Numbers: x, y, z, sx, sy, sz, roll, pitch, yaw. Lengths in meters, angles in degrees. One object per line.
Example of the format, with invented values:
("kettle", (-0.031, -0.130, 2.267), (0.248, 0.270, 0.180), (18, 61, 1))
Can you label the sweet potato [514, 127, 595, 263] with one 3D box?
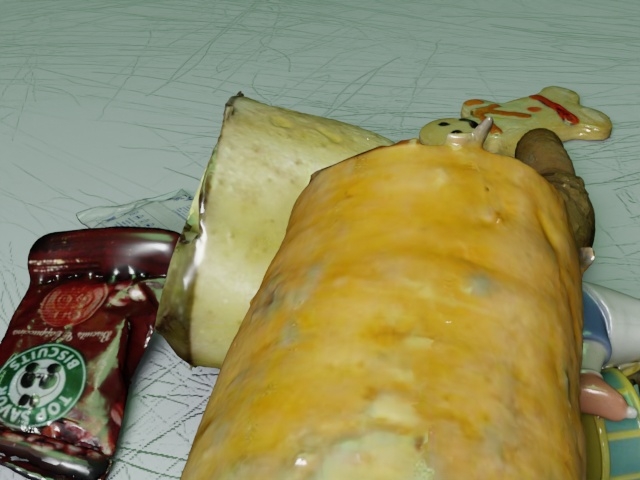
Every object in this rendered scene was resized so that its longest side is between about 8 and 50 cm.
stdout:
("sweet potato", (0.209, -0.026, 0.962), (0.109, 0.109, 0.385), (8, 27, 17))

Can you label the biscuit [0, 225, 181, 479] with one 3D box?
("biscuit", (-0.206, 0.088, 0.817), (0.151, 0.063, 0.235), (1, 47, 19))

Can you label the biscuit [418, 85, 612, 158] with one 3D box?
("biscuit", (0.226, -0.137, 1.211), (0.234, 0.030, 0.153), (-12, 30, -16))

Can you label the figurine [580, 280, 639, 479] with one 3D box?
("figurine", (0.279, 0.093, 0.720), (0.275, 0.158, 0.161), (-8, -10, -7))

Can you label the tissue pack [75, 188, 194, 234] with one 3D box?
("tissue pack", (-0.148, -0.005, 1.023), (0.122, 0.026, 0.193), (-23, 36, -31))

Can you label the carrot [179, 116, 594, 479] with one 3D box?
("carrot", (0.036, 0.120, 0.568), (0.224, 0.224, 0.341), (4, 52, 11))

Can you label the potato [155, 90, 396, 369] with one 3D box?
("potato", (0.000, 0.000, 0.837), (0.242, 0.243, 0.285), (-1, 9, 3))
